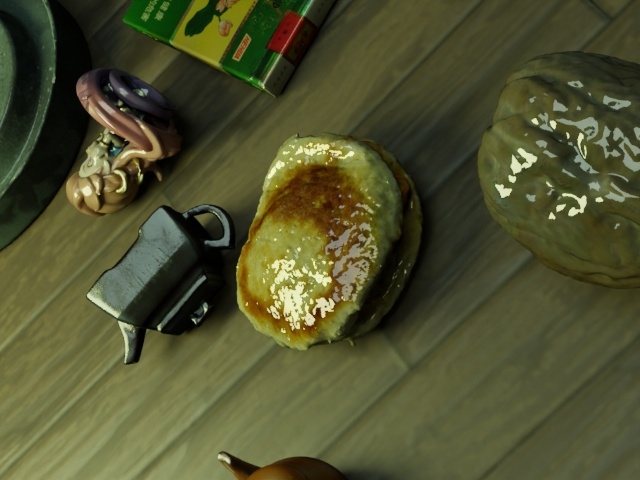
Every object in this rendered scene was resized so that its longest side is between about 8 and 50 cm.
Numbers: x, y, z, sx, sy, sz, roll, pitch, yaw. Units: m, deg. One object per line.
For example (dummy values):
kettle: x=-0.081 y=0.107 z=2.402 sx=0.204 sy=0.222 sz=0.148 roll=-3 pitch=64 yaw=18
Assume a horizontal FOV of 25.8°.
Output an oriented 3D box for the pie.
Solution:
pie: x=0.000 y=0.000 z=1.281 sx=0.178 sy=0.084 sz=0.205 roll=14 pitch=81 yaw=36

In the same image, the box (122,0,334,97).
box: x=-0.099 y=-0.248 z=1.482 sx=0.235 sy=0.034 sz=0.132 roll=28 pitch=86 yaw=38

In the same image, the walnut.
walnut: x=0.232 y=-0.051 z=1.108 sx=0.230 sy=0.178 sz=0.178 roll=27 pitch=86 yaw=33

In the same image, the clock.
clock: x=-0.430 y=-0.143 z=1.625 sx=0.386 sy=0.076 sz=0.386 roll=-14 pitch=63 yaw=28

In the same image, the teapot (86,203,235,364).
teapot: x=-0.144 y=0.044 z=1.359 sx=0.096 sy=0.087 sz=0.177 roll=42 pitch=96 yaw=19

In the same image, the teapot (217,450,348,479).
teapot: x=-0.024 y=0.237 z=1.180 sx=0.116 sy=0.116 sz=0.173 roll=-52 pitch=53 yaw=4

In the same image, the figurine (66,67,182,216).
figurine: x=-0.202 y=-0.095 z=1.450 sx=0.126 sy=0.114 sz=0.157 roll=-128 pitch=45 yaw=-67
